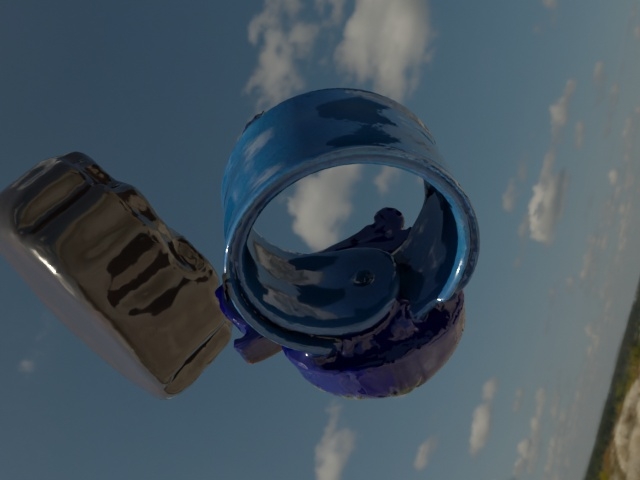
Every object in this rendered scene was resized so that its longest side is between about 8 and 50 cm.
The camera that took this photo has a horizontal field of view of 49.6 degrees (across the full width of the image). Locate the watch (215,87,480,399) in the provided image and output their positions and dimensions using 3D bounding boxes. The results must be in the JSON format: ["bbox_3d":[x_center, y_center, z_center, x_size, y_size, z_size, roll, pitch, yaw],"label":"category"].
[{"bbox_3d":[0.008,0.001,0.492,0.196,0.171,0.200,-22,-53,-6],"label":"watch"}]

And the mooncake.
[{"bbox_3d":[-0.212,0.034,0.732,0.141,0.283,0.283,-48,-34,-22],"label":"mooncake"}]
